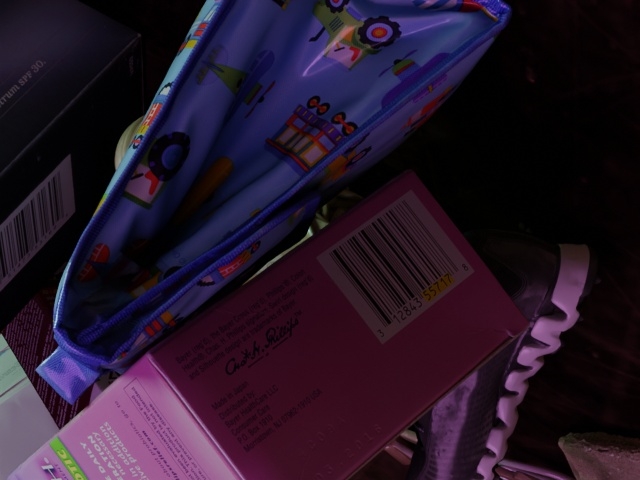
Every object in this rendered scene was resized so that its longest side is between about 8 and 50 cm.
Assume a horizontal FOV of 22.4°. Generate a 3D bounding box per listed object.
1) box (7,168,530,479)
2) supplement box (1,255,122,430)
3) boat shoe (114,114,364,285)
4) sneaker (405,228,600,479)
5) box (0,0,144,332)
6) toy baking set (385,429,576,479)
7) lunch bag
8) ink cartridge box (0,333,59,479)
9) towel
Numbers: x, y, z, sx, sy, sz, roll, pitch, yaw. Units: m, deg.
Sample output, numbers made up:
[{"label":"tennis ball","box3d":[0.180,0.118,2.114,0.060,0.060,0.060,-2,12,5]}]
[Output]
[{"label":"box","box3d":[-0.036,0.097,0.951,0.117,0.213,0.243,53,144,3]},{"label":"supplement box","box3d":[-0.160,0.076,1.243,0.239,0.130,0.073,44,128,48]},{"label":"boat shoe","box3d":[0.000,0.000,1.111,0.302,0.109,0.098,37,139,-10]},{"label":"sneaker","box3d":[0.086,0.087,1.057,0.106,0.078,0.234,21,113,-8]},{"label":"box","box3d":[-0.331,-0.073,1.167,0.294,0.296,0.182,29,148,15]},{"label":"toy baking set","box3d":[0.111,0.162,1.217,0.197,0.030,0.256,25,168,1]},{"label":"lunch bag","box3d":[-0.055,-0.036,0.876,0.138,0.293,0.221,40,174,-1]},{"label":"ink cartridge box","box3d":[-0.244,0.146,1.450,0.128,0.127,0.176,54,179,-21]},{"label":"towel","box3d":[0.247,0.183,1.161,0.148,0.027,0.110,2,132,45]}]
